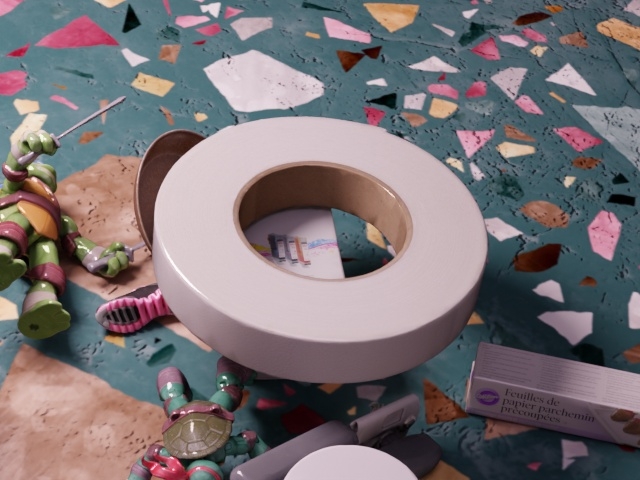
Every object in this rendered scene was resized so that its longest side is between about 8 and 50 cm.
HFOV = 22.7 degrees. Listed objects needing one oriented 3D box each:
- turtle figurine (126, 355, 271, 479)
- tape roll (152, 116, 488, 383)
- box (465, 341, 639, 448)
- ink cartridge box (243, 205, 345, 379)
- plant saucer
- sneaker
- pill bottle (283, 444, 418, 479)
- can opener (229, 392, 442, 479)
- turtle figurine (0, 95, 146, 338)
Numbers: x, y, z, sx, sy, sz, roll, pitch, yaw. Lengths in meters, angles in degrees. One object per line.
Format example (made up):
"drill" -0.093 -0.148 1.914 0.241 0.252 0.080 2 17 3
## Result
"turtle figurine" -0.127 0.225 1.745 0.175 0.118 0.234 2 37 -5
"tape roll" 0.000 0.000 1.841 0.392 0.072 0.392 4 43 -4
"box" 0.335 0.192 1.869 0.324 0.063 0.067 11 41 5
"ink cartridge box" -0.042 0.060 1.917 0.127 0.128 0.176 -1 42 -8
"plant saucer" -0.170 -0.039 1.998 0.036 0.198 0.198 -12 29 37
"sneaker" -0.222 0.076 1.949 0.119 0.047 0.057 -15 25 -23
"pill bottle" 0.018 0.334 1.510 0.160 0.283 0.160 4 42 -3
"can opener" 0.020 0.239 1.734 0.280 0.074 0.093 -16 44 -38
"turtle figurine" -0.306 -0.029 1.931 0.275 0.197 0.266 3 41 2
